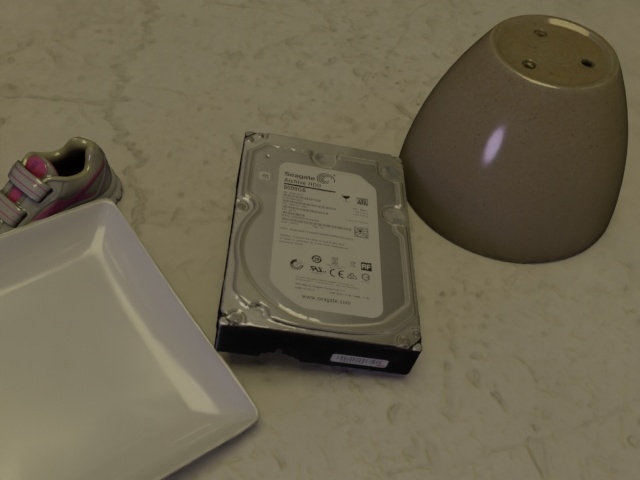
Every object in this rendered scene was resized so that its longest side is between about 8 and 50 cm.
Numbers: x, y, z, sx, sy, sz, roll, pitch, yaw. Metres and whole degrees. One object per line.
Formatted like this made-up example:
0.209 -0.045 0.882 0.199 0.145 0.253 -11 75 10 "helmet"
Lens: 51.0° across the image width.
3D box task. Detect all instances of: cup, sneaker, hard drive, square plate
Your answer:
0.291 -0.168 0.947 0.330 0.237 0.331 3 50 -3 "cup"
-0.375 -0.054 0.867 0.102 0.111 0.252 29 54 18 "sneaker"
0.000 0.000 0.864 0.236 0.064 0.339 9 46 -8 "hard drive"
-0.297 0.141 0.711 0.343 0.049 0.347 -26 66 -33 "square plate"
